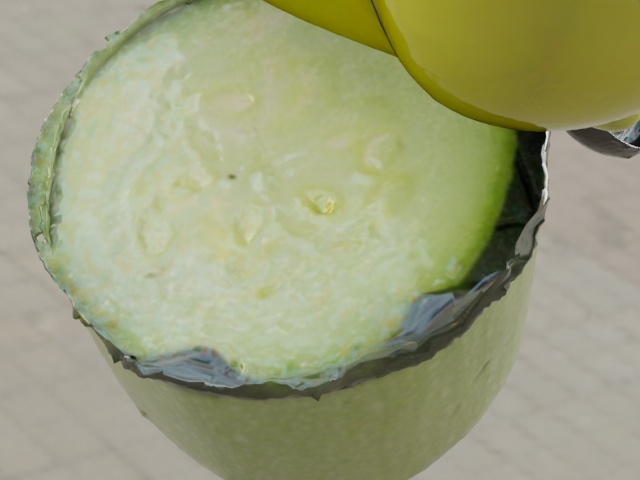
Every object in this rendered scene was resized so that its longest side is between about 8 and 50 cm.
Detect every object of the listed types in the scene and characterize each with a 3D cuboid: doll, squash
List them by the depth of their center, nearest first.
[{"bbox_3d":[0.046,-0.112,0.735,0.363,0.199,0.145,19,61,39],"label":"doll"},{"bbox_3d":[-0.008,-0.012,0.848,0.220,0.220,0.133,19,-19,15],"label":"squash"}]

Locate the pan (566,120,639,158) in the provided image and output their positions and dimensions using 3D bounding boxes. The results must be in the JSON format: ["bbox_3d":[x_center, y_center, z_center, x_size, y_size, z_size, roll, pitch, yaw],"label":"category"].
[{"bbox_3d":[0.119,-0.099,1.008,0.040,0.115,0.212,-22,-14,32],"label":"pan"}]
